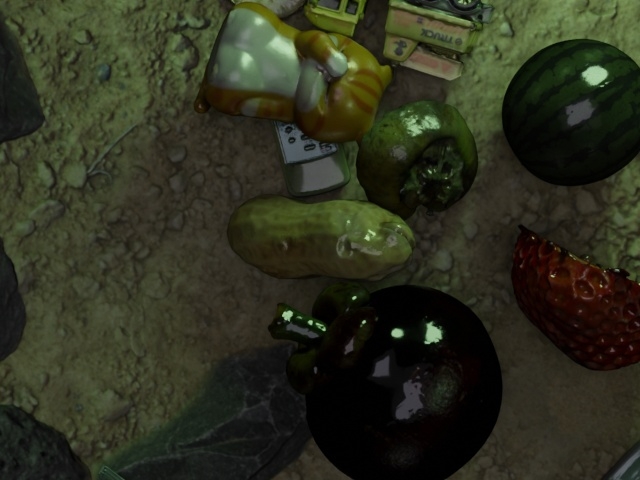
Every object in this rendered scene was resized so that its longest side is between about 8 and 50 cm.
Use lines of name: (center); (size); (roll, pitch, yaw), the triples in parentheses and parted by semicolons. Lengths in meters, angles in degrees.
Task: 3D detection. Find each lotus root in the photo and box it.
lotus root: (0.151, -0.099, 1.765); (0.183, 0.078, 0.203); (-39, 131, 1)

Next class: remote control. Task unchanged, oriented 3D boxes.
remote control: (-0.026, -0.183, 1.843); (0.098, 0.038, 0.233); (-14, 90, 3)

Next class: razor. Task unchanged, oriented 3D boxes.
razor: (-0.252, 0.399, 1.874); (0.191, 0.037, 0.068); (27, 51, 5)

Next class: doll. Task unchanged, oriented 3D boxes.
doll: (-0.040, -0.229, 1.743); (0.269, 0.162, 0.167); (18, 88, 4)

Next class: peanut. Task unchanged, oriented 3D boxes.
peanut: (0.000, 0.000, 1.779); (0.290, 0.130, 0.130); (4, 92, 29)

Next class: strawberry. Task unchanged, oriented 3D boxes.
strawberry: (0.377, 0.100, 1.721); (0.253, 0.280, 0.150); (26, 96, -7)

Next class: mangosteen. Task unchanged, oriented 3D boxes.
mangosteen: (0.105, 0.190, 1.711); (0.297, 0.313, 0.297); (-12, 50, 15)

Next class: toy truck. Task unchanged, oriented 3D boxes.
toy truck: (0.107, -0.333, 1.792); (0.272, 0.124, 0.157); (16, 103, -1)

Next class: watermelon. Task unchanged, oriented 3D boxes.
watermelon: (0.362, -0.181, 1.738); (0.212, 0.212, 0.212); (0, 92, 3)

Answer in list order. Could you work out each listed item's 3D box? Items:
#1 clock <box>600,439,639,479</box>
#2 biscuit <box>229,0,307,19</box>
clock: (0.475, 0.377, 1.692); (0.102, 0.338, 0.338); (43, 93, -1)
biscuit: (-0.078, -0.402, 1.846); (0.152, 0.020, 0.152); (0, 91, 3)
